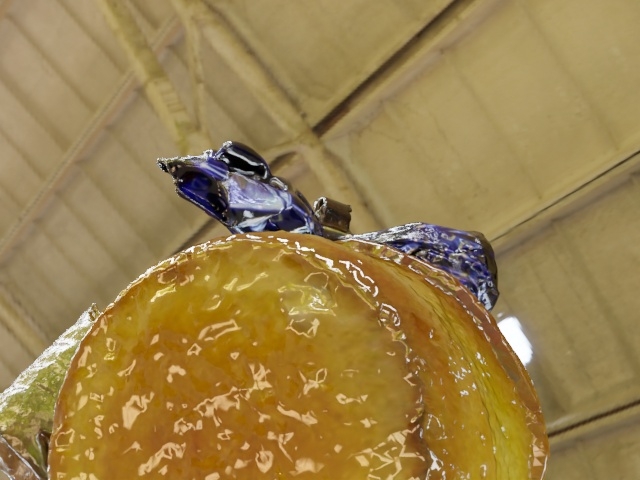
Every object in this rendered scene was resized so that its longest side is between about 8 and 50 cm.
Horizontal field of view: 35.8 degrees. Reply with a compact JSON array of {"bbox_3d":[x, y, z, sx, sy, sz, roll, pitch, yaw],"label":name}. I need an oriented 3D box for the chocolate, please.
[{"bbox_3d":[-0.002,-0.004,0.936,0.126,0.343,0.148,-58,-156,25],"label":"chocolate"}]

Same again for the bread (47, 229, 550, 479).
[{"bbox_3d":[-0.026,0.133,0.600,0.312,0.172,0.312,-8,-109,24],"label":"bread"}]

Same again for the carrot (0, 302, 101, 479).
[{"bbox_3d":[-0.277,0.232,1.287,0.241,0.341,0.241,29,-32,21],"label":"carrot"}]
